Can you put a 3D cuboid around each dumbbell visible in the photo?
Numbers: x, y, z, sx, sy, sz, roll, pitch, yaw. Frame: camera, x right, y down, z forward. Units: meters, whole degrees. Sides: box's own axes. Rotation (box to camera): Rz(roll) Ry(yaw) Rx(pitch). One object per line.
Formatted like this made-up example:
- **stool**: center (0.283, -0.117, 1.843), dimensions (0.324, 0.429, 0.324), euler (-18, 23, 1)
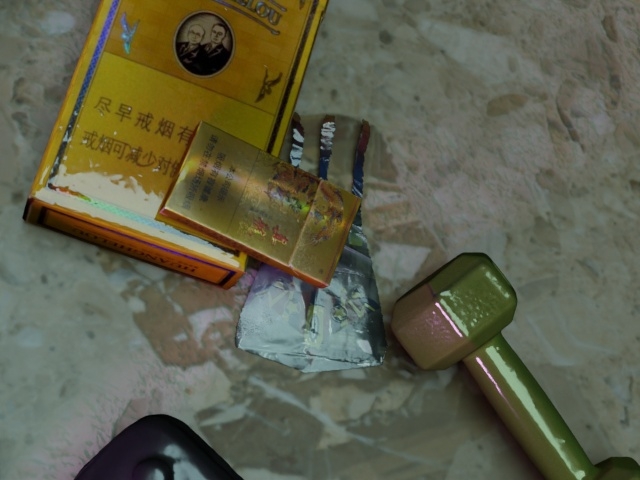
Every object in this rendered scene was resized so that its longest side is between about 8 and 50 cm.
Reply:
- **dumbbell**: center (0.184, 0.154, 1.132), dimensions (0.108, 0.121, 0.302), euler (-35, 87, 9)

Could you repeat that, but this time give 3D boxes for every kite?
- **kite**: center (0.000, 0.000, 1.170), dimensions (0.141, 0.015, 0.245), euler (8, 75, -16)

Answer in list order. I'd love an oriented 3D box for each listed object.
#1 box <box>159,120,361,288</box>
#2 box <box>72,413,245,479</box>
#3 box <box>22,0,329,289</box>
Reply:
- **box**: center (-0.048, -0.029, 1.073), dimensions (0.156, 0.022, 0.089), euler (27, 71, -13)
- **box**: center (-0.129, 0.322, 0.987), dimensions (0.289, 0.073, 0.290), euler (44, 84, 6)
- **box**: center (-0.120, -0.131, 1.130), dimensions (0.193, 0.084, 0.301), euler (20, 72, -12)
